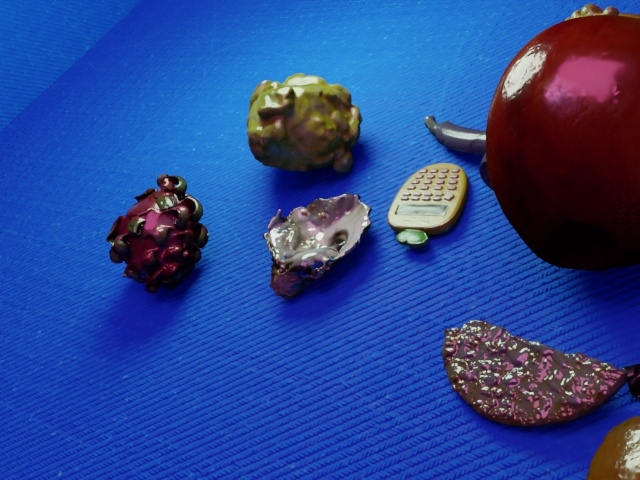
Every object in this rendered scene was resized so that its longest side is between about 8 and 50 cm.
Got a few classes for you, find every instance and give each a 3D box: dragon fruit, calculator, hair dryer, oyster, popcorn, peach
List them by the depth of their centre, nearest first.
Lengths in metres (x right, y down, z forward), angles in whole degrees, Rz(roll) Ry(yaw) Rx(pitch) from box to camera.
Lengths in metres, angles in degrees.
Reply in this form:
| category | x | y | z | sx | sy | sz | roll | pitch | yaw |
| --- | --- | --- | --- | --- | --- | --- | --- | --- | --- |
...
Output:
| category | x | y | z | sx | sy | sz | roll | pitch | yaw |
| --- | --- | --- | --- | --- | --- | --- | --- | --- | --- |
| peach | 0.429 | -0.136 | 1.082 | 0.388 | 0.388 | 0.388 | -16 | 42 | 14 |
| calculator | 0.209 | -0.070 | 1.381 | 0.146 | 0.032 | 0.235 | 3 | 47 | 32 |
| oyster | 0.000 | 0.000 | 1.388 | 0.222 | 0.083 | 0.214 | -14 | 45 | 8 |
| hair dryer | 0.348 | -0.228 | 1.428 | 0.301 | 0.121 | 0.361 | -37 | 35 | -24 |
| dragon fruit | -0.332 | -0.021 | 1.526 | 0.198 | 0.218 | 0.273 | 35 | 54 | -2 |
| popcorn | -0.038 | -0.254 | 1.586 | 0.250 | 0.235 | 0.242 | 13 | 48 | -13 |

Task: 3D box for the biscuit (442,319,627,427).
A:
| category | x | y | z | sx | sy | sz | roll | pitch | yaw |
| --- | --- | --- | --- | --- | --- | --- | --- | --- | --- |
| biscuit | 0.284 | 0.204 | 1.038 | 0.289 | 0.038 | 0.141 | 17 | 66 | 46 |

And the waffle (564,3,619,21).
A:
| category | x | y | z | sx | sy | sz | roll | pitch | yaw |
| --- | --- | --- | --- | --- | --- | --- | --- | --- | --- |
| waffle | 0.552 | -0.299 | 1.261 | 0.065 | 0.283 | 0.309 | -45 | 25 | 4 |

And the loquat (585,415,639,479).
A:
| category | x | y | z | sx | sy | sz | roll | pitch | yaw |
| --- | --- | --- | --- | --- | --- | --- | --- | --- | --- |
| loquat | 0.394 | 0.295 | 0.794 | 0.187 | 0.176 | 0.234 | 11 | 55 | 17 |

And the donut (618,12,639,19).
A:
| category | x | y | z | sx | sy | sz | roll | pitch | yaw |
| --- | --- | --- | --- | --- | --- | --- | --- | --- | --- |
| donut | 0.626 | -0.394 | 1.456 | 0.184 | 0.073 | 0.166 | 18 | 57 | 40 |

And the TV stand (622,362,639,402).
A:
| category | x | y | z | sx | sy | sz | roll | pitch | yaw |
| --- | --- | --- | --- | --- | --- | --- | --- | --- | --- |
| TV stand | 0.535 | 0.166 | 0.943 | 0.249 | 0.042 | 0.036 | -16 | 39 | 14 |

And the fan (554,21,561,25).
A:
| category | x | y | z | sx | sy | sz | roll | pitch | yaw |
| --- | --- | --- | --- | --- | --- | --- | --- | --- | --- |
| fan | 0.535 | -0.433 | 1.574 | 0.082 | 0.039 | 0.155 | 8 | 52 | 35 |

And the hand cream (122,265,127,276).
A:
| category | x | y | z | sx | sy | sz | roll | pitch | yaw |
| --- | --- | --- | --- | --- | --- | --- | --- | --- | --- |
| hand cream | -0.403 | 0.014 | 1.642 | 0.057 | 0.037 | 0.165 | 0 | 53 | 30 |
